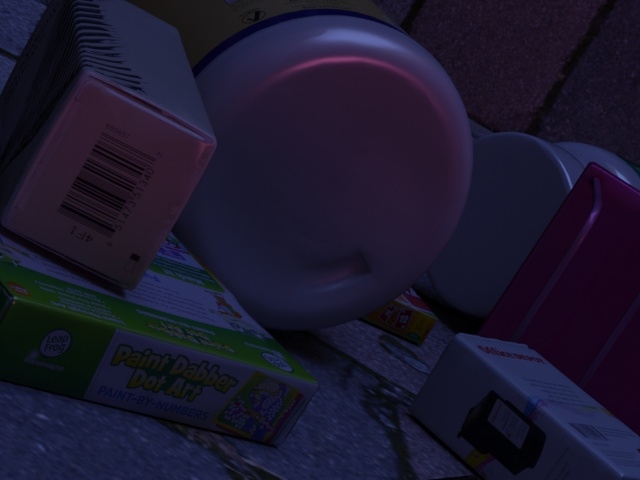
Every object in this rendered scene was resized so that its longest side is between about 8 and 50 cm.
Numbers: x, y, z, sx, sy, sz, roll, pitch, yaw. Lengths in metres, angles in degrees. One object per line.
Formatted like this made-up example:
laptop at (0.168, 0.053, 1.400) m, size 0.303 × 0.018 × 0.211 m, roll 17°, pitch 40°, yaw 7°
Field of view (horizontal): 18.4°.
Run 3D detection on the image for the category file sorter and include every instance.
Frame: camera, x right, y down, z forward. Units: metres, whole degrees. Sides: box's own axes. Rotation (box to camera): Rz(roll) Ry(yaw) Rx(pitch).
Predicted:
file sorter at (0.290, 0.109, 1.625) m, size 0.290 × 0.202 × 0.182 m, roll 32°, pitch 14°, yaw 0°

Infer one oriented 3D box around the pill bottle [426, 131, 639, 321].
pill bottle at (0.267, 0.021, 1.904) m, size 0.361 × 0.204 × 0.204 m, roll 17°, pitch 19°, yaw -49°

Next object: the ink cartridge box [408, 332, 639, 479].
ink cartridge box at (0.170, 0.151, 1.458) m, size 0.175 × 0.072 × 0.127 m, roll 40°, pitch 15°, yaw 33°

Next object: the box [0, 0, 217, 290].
box at (-0.141, -0.077, 1.259) m, size 0.094 × 0.113 × 0.275 m, roll 27°, pitch 12°, yaw -18°

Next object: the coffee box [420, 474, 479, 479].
coffee box at (0.115, 0.240, 0.868) m, size 0.297 × 0.119 × 0.168 m, roll 38°, pitch 14°, yaw 24°

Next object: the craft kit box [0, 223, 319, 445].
craft kit box at (-0.158, 0.018, 1.225) m, size 0.250 × 0.061 × 0.246 m, roll 20°, pitch 15°, yaw -44°

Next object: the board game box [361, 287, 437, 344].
board game box at (0.000, 0.000, 1.736) m, size 0.124 × 0.039 × 0.259 m, roll 25°, pitch 11°, yaw -31°

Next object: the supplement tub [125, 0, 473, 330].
supplement tub at (-0.047, -0.102, 1.523) m, size 0.241 × 0.241 × 0.331 m, roll 25°, pitch 13°, yaw -28°
